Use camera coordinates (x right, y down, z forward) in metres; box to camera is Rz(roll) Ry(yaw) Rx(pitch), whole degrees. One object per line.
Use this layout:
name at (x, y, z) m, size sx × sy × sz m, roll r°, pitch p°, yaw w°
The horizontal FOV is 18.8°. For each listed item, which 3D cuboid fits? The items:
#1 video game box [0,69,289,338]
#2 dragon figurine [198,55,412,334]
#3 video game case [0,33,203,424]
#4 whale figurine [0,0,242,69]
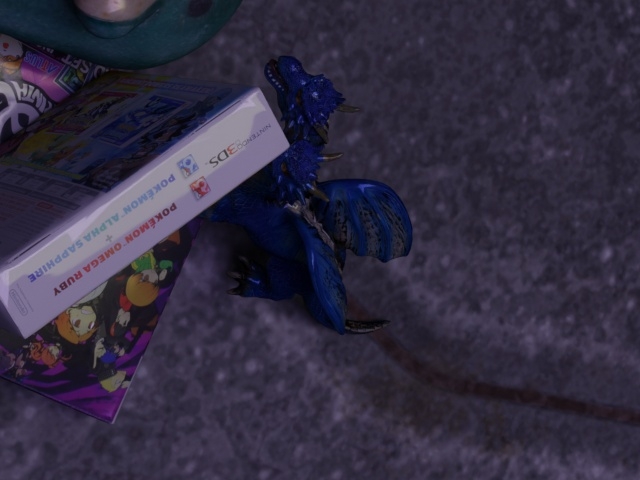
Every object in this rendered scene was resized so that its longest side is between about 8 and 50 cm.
video game box at (-0.143, -0.028, 1.104) m, size 0.187 × 0.205 × 0.048 m, roll -39°, pitch 114°, yaw -19°
dragon figurine at (0.000, 0.000, 1.235) m, size 0.085 × 0.144 × 0.289 m, roll -50°, pitch 132°, yaw -23°
video game case at (-0.191, -0.022, 1.219) m, size 0.232 × 0.042 × 0.210 m, roll 28°, pitch 81°, yaw -27°
whale figurine at (-0.168, -0.167, 1.146) m, size 0.272 × 0.216 × 0.141 m, roll -14°, pitch 134°, yaw -31°
